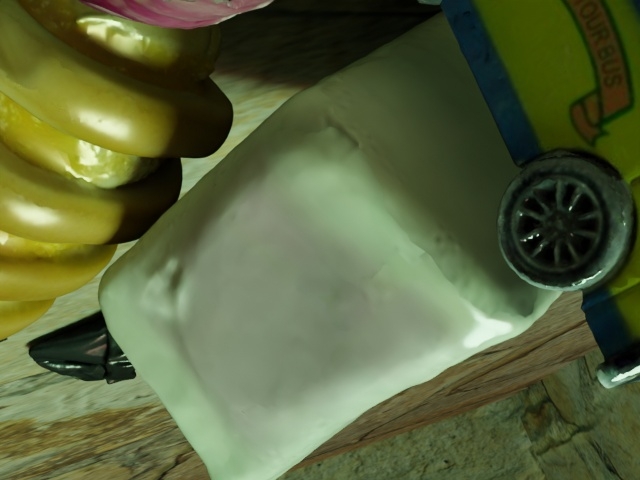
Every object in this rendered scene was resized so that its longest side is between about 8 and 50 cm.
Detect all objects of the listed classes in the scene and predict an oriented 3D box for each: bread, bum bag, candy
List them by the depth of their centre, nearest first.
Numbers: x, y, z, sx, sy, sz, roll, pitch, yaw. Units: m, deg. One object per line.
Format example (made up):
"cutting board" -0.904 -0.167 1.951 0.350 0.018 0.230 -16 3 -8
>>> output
"bread" -0.176 -0.022 0.650 0.311 0.121 0.173 -34 161 28
"candy" 0.053 -0.025 0.690 0.208 0.145 0.359 -37 -179 36
"bum bag" -0.148 0.083 1.157 0.248 0.060 0.123 -26 165 15

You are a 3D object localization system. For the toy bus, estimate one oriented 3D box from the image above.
"toy bus" 0.138 -0.101 0.501 0.175 0.287 0.138 -30 163 28

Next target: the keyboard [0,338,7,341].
"keyboard" -0.340 0.096 0.939 0.230 0.025 0.094 -22 164 33

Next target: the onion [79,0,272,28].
"onion" -0.012 -0.162 0.368 0.230 0.163 0.230 -21 -150 13
